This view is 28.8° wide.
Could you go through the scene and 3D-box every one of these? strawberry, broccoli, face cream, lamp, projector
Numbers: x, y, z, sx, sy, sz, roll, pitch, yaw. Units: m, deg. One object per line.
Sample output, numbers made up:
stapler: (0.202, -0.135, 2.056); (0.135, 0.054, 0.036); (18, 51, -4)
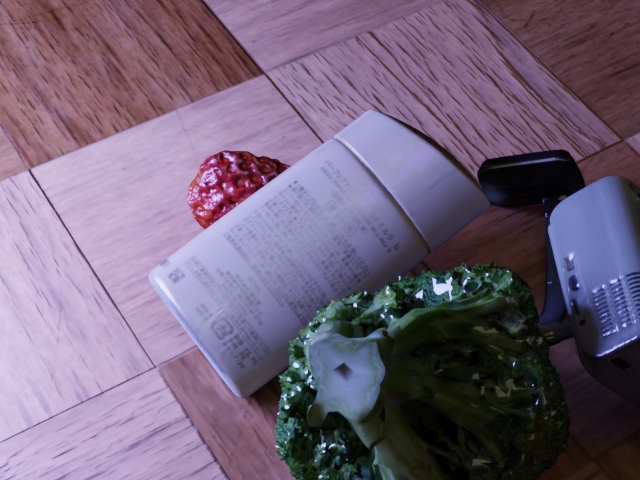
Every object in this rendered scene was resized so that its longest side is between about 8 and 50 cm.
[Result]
strawberry: (-0.059, -0.041, 1.420); (0.188, 0.121, 0.082); (5, 57, -2)
broccoli: (0.083, 0.160, 1.175); (0.308, 0.275, 0.308); (-5, 77, 25)
face cream: (0.000, 0.000, 1.349); (0.348, 0.081, 0.173); (-38, 81, -10)
lamp: (0.194, 0.029, 1.402); (0.203, 0.124, 0.283); (-5, 52, 20)
projector: (0.355, 0.075, 1.277); (0.250, 0.108, 0.198); (32, 39, -37)
